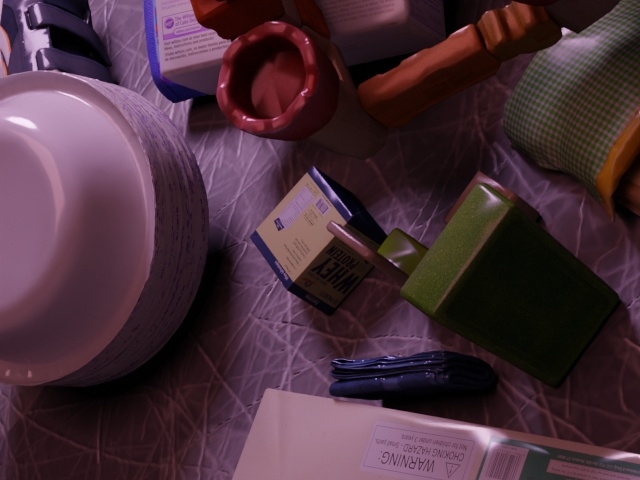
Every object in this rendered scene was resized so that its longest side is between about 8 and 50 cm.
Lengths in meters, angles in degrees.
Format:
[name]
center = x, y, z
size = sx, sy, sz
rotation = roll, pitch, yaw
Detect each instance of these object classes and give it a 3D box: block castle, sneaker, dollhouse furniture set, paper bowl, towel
[block castle]
center = 0.009, -0.314, 1.421
size = 0.303, 0.213, 0.453
rotation = -28, 67, 21
[sneaker]
center = -0.261, -0.156, 1.871
size = 0.127, 0.126, 0.321
rotation = -15, 66, 43
[dollhouse furniture set]
center = 0.159, -0.077, 1.381
size = 0.301, 0.151, 0.197
rotation = -55, 40, 2
[paper bowl]
center = -0.253, -0.011, 1.674
size = 0.284, 0.148, 0.284
rotation = -2, 85, 30
[towel]
center = 0.068, 0.102, 1.420
size = 0.119, 0.067, 0.029
rotation = -11, 74, 41

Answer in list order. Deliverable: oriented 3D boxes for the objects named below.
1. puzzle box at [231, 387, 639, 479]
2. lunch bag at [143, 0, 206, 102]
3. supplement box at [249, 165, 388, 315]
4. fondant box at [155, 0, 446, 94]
[puzzle box]
center = 0.066, 0.261, 1.331
size = 0.409, 0.052, 0.272
rotation = 6, 69, 46
[lunch bag]
center = -0.063, -0.269, 1.757
size = 0.221, 0.138, 0.293
rotation = -10, 67, 35
[supplement box]
center = 0.000, 0.000, 1.561
size = 0.083, 0.056, 0.083
rotation = -48, 41, 10
[fondant box]
center = -0.027, -0.312, 1.627
size = 0.238, 0.096, 0.330
rotation = -9, 80, 25
